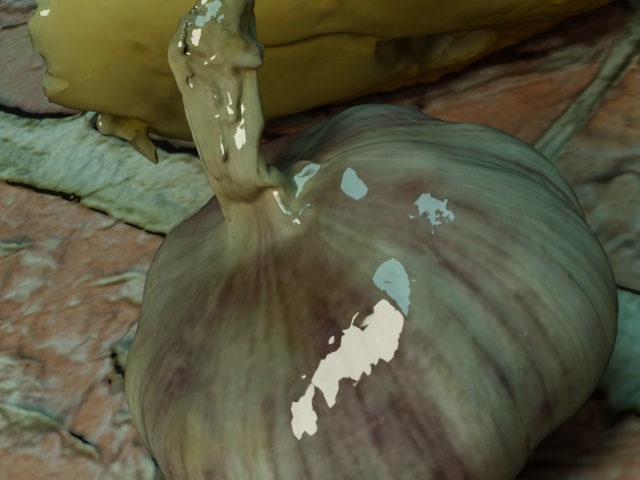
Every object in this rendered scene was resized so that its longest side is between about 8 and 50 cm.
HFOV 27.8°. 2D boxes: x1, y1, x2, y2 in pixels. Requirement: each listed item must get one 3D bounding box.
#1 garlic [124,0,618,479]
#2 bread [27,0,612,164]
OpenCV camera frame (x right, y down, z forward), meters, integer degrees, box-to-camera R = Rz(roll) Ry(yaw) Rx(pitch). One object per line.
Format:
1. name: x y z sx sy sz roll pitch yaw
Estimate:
1. garlic: 0.000 0.000 0.599 0.245 0.253 0.245 -21 30 13
2. bread: 0.036 -0.222 0.827 0.394 0.250 0.361 -9 45 20
